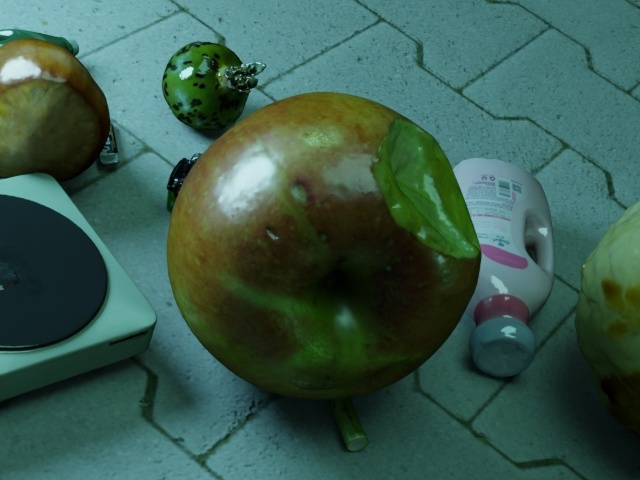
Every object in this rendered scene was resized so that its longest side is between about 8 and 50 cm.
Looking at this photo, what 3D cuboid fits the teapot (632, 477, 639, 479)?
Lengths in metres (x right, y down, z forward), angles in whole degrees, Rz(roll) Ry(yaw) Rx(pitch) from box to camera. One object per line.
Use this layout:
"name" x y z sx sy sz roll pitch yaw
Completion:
"teapot" 0.380 0.339 1.422 0.294 0.129 0.193 -1 47 -26

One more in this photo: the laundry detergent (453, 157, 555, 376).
"laundry detergent" 0.232 0.031 1.719 0.159 0.088 0.335 16 42 -10

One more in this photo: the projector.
"projector" -0.347 0.053 1.427 0.257 0.079 0.259 -17 55 -38

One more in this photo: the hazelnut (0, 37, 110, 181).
"hazelnut" -0.342 -0.147 1.585 0.182 0.182 0.182 13 41 -12

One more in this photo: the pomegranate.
"pomegranate" -0.138 -0.207 1.760 0.122 0.161 0.122 7 80 -45

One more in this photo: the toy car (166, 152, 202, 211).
"toy car" -0.111 -0.044 1.656 0.165 0.062 0.071 23 41 0

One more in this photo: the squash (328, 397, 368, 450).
"squash" 0.028 0.195 1.490 0.027 0.027 0.083 0 44 -26

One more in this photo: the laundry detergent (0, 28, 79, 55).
"laundry detergent" -0.405 -0.231 1.720 0.137 0.063 0.211 36 41 23

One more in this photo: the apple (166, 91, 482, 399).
"apple" 0.000 0.000 1.458 0.340 0.339 0.339 13 41 -12

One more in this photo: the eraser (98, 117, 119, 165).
"eraser" -0.275 -0.127 1.701 0.027 0.019 0.099 -7 48 -13

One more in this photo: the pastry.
"pastry" 0.490 0.106 1.546 0.389 0.388 0.312 15 44 -9
